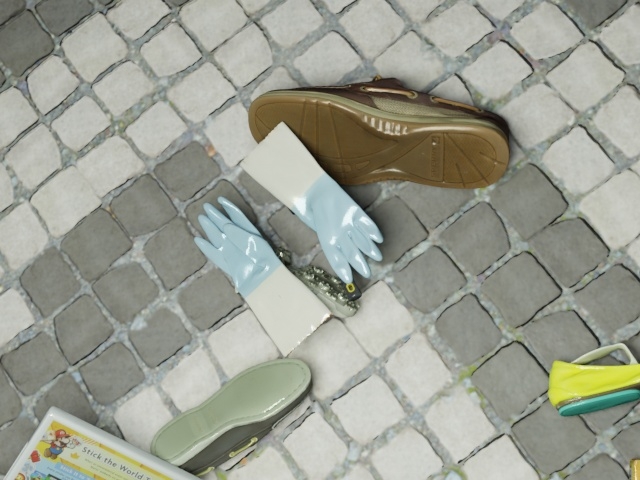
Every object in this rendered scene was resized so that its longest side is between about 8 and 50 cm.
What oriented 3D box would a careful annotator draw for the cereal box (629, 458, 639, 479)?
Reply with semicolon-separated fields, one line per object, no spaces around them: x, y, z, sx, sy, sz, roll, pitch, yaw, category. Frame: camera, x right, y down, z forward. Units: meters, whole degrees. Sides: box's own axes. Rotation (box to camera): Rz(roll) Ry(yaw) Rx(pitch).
0.479;0.348;1.084;0.240;0.047;0.173;2;78;11;cereal box

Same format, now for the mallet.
0.000;0.000;1.239;0.062;0.039;0.189;-20;63;6;mallet

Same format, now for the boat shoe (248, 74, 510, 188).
0.080;-0.152;1.245;0.342;0.123;0.123;7;36;11;boat shoe

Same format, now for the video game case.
-0.283;0.336;1.163;0.227;0.026;0.206;31;101;-16;video game case

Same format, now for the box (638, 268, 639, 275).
0.479;-0.078;1.152;0.113;0.094;0.275;14;81;13;box

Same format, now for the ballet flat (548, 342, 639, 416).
0.389;0.158;1.133;0.231;0.077;0.077;-9;60;11;ballet flat

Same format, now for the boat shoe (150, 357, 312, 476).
-0.105;0.230;1.214;0.228;0.068;0.081;-29;45;2;boat shoe

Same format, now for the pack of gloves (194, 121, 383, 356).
-0.039;-0.002;1.205;0.195;0.046;0.232;-44;71;11;pack of gloves

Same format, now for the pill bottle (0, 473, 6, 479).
-0.456;0.413;1.210;0.121;0.121;0.221;10;81;13;pill bottle

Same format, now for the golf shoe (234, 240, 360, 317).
-0.034;0.070;1.245;0.176;0.069;0.086;28;105;18;golf shoe
